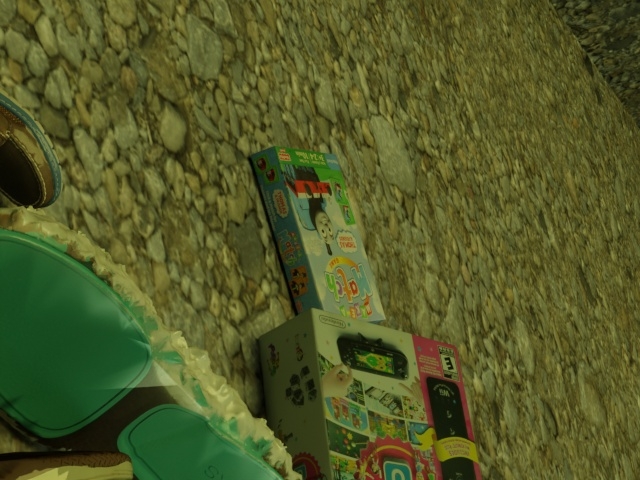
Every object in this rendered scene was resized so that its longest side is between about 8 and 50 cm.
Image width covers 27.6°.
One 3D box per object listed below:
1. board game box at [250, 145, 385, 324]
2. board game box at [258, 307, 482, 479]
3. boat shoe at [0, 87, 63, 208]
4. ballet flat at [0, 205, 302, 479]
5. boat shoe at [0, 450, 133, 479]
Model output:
[{"bbox_3d":[0.000,0.000,1.501,0.160,0.039,0.211,0,73,-64],"label":"board game box"},{"bbox_3d":[0.060,0.240,1.312,0.224,0.097,0.303,17,55,-39],"label":"board game box"},{"bbox_3d":[-0.273,-0.090,0.996,0.183,0.066,0.066,52,33,-13],"label":"boat shoe"},{"bbox_3d":[-0.165,0.105,1.019,0.409,0.147,0.147,53,29,-38],"label":"ballet flat"},{"bbox_3d":[-0.221,0.193,0.864,0.257,0.095,0.095,6,80,-56],"label":"boat shoe"}]
